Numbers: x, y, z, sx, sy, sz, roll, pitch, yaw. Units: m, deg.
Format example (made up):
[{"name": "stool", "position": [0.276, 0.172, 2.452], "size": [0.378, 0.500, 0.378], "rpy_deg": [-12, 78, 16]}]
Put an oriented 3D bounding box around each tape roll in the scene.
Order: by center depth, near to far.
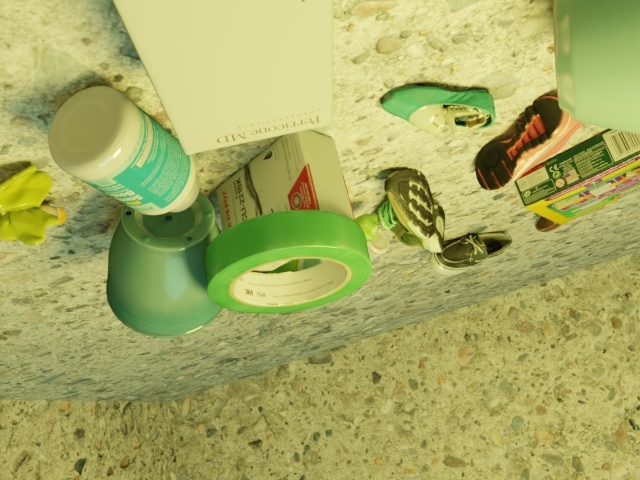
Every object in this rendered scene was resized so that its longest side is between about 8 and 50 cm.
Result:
[{"name": "tape roll", "position": [-0.063, 0.052, 1.131], "size": [0.321, 0.077, 0.321], "rpy_deg": [-9, 155, -4]}]

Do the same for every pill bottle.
[{"name": "pill bottle", "position": [-0.305, -0.131, 0.964], "size": [0.146, 0.146, 0.264], "rpy_deg": [-20, 158, 13]}, {"name": "pill bottle", "position": [0.130, 0.030, 1.750], "size": [0.087, 0.087, 0.160], "rpy_deg": [0, 155, -35]}]

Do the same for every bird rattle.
[{"name": "bird rattle", "position": [-0.592, -0.034, 1.063], "size": [0.253, 0.143, 0.207], "rpy_deg": [-14, 176, 7]}]

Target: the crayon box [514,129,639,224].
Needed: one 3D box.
[{"name": "crayon box", "position": [0.776, -0.183, 1.617], "size": [0.362, 0.106, 0.313], "rpy_deg": [-29, 156, 33]}]

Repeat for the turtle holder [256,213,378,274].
[{"name": "turtle holder", "position": [-0.004, 0.010, 1.389], "size": [0.320, 0.243, 0.228], "rpy_deg": [15, 124, -16]}]

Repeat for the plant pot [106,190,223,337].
[{"name": "plant pot", "position": [-0.318, 0.025, 1.224], "size": [0.271, 0.272, 0.255], "rpy_deg": [-7, 144, -20]}]

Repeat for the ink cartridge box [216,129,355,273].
[{"name": "ink cartridge box", "position": [-0.082, -0.074, 1.187], "size": [0.114, 0.197, 0.272], "rpy_deg": [11, 147, -45]}]

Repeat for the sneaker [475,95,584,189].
[{"name": "sneaker", "position": [0.491, -0.208, 1.348], "size": [0.136, 0.116, 0.314], "rpy_deg": [-5, 157, -28]}]

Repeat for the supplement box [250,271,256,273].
[{"name": "supplement box", "position": [-0.148, 0.101, 1.713], "size": [0.111, 0.114, 0.220], "rpy_deg": [-2, 157, -33]}]

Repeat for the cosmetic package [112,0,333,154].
[{"name": "cosmetic package", "position": [-0.110, -0.295, 0.661], "size": [0.229, 0.162, 0.453], "rpy_deg": [-13, 160, -3]}]

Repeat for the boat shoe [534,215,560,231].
[{"name": "boat shoe", "position": [0.782, -0.096, 1.895], "size": [0.073, 0.073, 0.207], "rpy_deg": [4, 145, -37]}]

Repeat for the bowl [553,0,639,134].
[{"name": "bowl", "position": [0.450, -0.302, 0.892], "size": [0.163, 0.312, 0.311], "rpy_deg": [-3, 165, 25]}]

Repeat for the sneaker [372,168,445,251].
[{"name": "sneaker", "position": [0.212, -0.057, 1.536], "size": [0.181, 0.158, 0.410], "rpy_deg": [-4, 159, 23]}]

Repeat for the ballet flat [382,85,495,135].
[{"name": "ballet flat", "position": [0.240, -0.247, 1.119], "size": [0.247, 0.087, 0.083], "rpy_deg": [-5, 158, -23]}]

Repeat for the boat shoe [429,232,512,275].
[{"name": "boat shoe", "position": [0.520, 0.025, 1.993], "size": [0.335, 0.121, 0.119], "rpy_deg": [-15, 154, -32]}]
